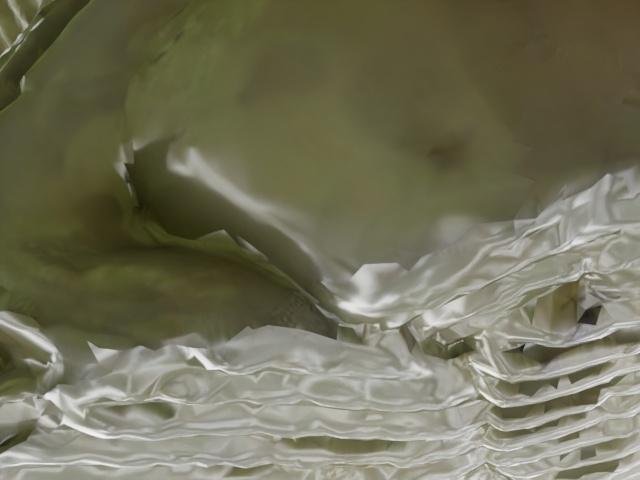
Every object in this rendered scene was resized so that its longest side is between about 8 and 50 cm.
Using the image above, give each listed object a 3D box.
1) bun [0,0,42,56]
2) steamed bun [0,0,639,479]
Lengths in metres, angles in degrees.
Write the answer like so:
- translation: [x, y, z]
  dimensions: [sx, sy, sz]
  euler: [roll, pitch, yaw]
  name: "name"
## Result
- translation: [-0.142, -0.106, 0.971]
  dimensions: [0.234, 0.362, 0.326]
  euler: [0, -156, -47]
  name: "bun"
- translation: [0.010, -0.004, 0.520]
  dimensions: [0.309, 0.324, 0.219]
  euler: [-21, -119, 2]
  name: "steamed bun"
